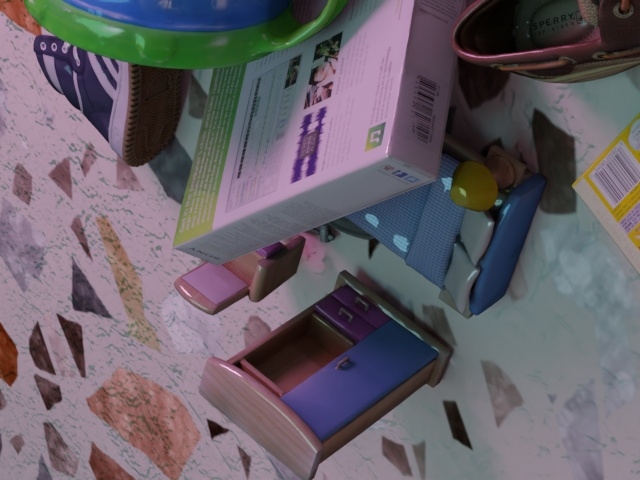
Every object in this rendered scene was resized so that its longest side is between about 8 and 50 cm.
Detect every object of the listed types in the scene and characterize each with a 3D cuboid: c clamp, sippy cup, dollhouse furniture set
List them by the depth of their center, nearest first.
[{"bbox_3d":[-0.122,-0.291,1.367,0.240,0.305,0.224,-106,24,-57],"label":"sippy cup"},{"bbox_3d":[0.000,0.000,1.447,0.286,0.198,0.303,37,133,22],"label":"dollhouse furniture set"},{"bbox_3d":[0.011,-0.064,1.560,0.137,0.022,0.160,24,127,40],"label":"c clamp"}]

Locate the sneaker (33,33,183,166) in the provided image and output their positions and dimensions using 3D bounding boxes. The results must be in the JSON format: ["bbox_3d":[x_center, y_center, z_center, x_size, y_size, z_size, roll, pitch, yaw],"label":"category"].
[{"bbox_3d":[-0.205,-0.218,1.661,0.153,0.099,0.282,43,140,22],"label":"sneaker"}]

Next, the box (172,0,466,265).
[{"bbox_3d":[-0.003,-0.122,1.412,0.322,0.058,0.232,-19,53,51],"label":"box"}]

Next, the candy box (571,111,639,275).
[{"bbox_3d":[0.280,-0.061,1.252,0.105,0.027,0.206,53,140,13],"label":"candy box"}]

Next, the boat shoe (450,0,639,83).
[{"bbox_3d":[0.224,-0.185,1.156,0.342,0.123,0.123,-13,84,54],"label":"boat shoe"}]
